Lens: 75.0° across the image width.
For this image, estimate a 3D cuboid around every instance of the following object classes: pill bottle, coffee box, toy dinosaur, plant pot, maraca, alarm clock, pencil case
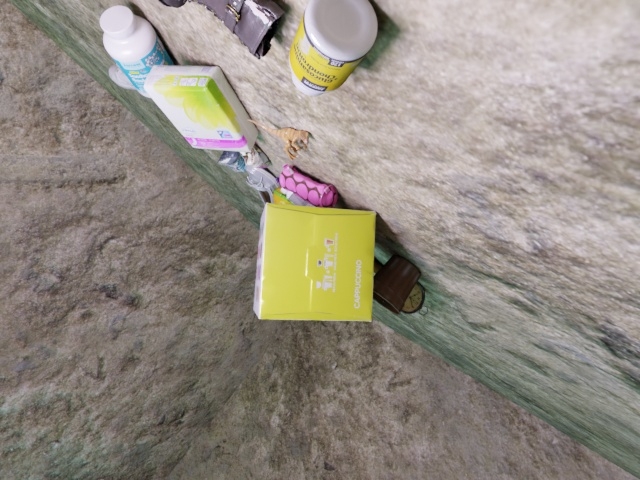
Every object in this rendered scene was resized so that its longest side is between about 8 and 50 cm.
[{"bbox_3d":[0.008,-0.290,0.639,0.103,0.103,0.184,41,169,-10],"label":"pill bottle"},{"bbox_3d":[-0.031,0.079,1.354,0.339,0.336,0.334,4,174,-11],"label":"coffee box"},{"bbox_3d":[-0.539,-0.557,1.241,0.146,0.146,0.264,36,170,12],"label":"pill bottle"},{"bbox_3d":[-0.094,-0.289,1.162,0.212,0.064,0.112,19,142,37],"label":"toy dinosaur"},{"bbox_3d":[0.260,0.150,1.488,0.167,0.165,0.167,36,169,8],"label":"plant pot"},{"bbox_3d":[-0.128,-0.161,1.637,0.127,0.099,0.186,28,-177,-18],"label":"maraca"},{"bbox_3d":[-0.074,-0.164,1.527,0.137,0.078,0.078,40,170,-6],"label":"pill bottle"},{"bbox_3d":[0.348,0.227,1.615,0.192,0.129,0.064,42,169,-16],"label":"alarm clock"},{"bbox_3d":[-0.043,-0.176,1.359,0.210,0.095,0.098,30,141,31],"label":"pencil case"}]

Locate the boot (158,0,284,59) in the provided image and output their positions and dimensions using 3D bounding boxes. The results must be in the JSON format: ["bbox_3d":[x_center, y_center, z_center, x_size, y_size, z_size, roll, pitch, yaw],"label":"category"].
[{"bbox_3d":[-0.188,-0.426,0.763,0.229,0.091,0.263,43,167,-19],"label":"boot"}]

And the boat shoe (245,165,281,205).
[{"bbox_3d":[-0.235,-0.218,1.773,0.118,0.103,0.320,33,168,26],"label":"boat shoe"}]

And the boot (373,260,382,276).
[{"bbox_3d":[0.201,0.095,1.726,0.197,0.073,0.152,28,161,36],"label":"boot"}]

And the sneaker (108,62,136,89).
[{"bbox_3d":[-0.740,-0.667,1.608,0.293,0.108,0.169,24,163,21],"label":"sneaker"}]

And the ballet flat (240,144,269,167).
[{"bbox_3d":[-0.260,-0.317,1.480,0.221,0.077,0.079,53,-155,-43],"label":"ballet flat"}]

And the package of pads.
[{"bbox_3d":[-0.352,-0.391,1.255,0.230,0.101,0.296,9,158,20],"label":"package of pads"}]

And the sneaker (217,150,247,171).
[{"bbox_3d":[-0.334,-0.335,1.687,0.122,0.110,0.283,29,179,-17],"label":"sneaker"}]
